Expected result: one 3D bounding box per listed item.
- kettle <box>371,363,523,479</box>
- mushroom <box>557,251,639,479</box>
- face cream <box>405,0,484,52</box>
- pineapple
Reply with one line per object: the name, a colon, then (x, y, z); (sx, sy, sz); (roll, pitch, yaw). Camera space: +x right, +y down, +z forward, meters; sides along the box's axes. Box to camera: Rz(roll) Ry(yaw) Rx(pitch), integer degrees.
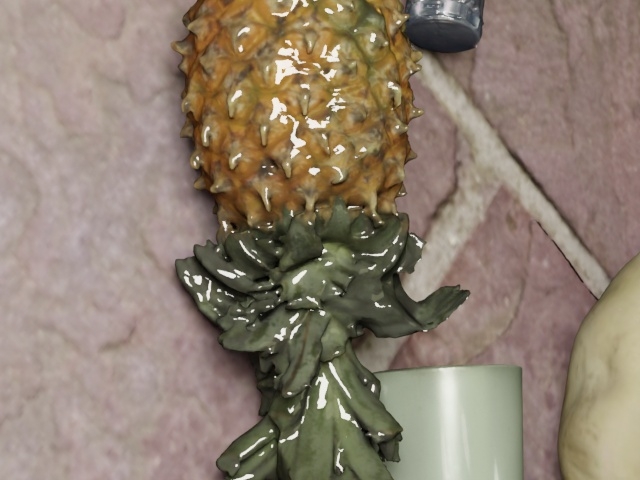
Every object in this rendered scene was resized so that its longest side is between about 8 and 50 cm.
kettle: (0.079, 0.155, 1.157); (0.098, 0.127, 0.148); (-2, 83, -10)
mushroom: (0.332, 0.141, 1.204); (0.314, 0.336, 0.314); (-7, 105, -28)
face cream: (0.102, -0.269, 1.279); (0.144, 0.071, 0.291); (22, 65, -35)
pineapple: (0.000, 0.000, 1.073); (0.170, 0.141, 0.310); (-2, 84, -5)
